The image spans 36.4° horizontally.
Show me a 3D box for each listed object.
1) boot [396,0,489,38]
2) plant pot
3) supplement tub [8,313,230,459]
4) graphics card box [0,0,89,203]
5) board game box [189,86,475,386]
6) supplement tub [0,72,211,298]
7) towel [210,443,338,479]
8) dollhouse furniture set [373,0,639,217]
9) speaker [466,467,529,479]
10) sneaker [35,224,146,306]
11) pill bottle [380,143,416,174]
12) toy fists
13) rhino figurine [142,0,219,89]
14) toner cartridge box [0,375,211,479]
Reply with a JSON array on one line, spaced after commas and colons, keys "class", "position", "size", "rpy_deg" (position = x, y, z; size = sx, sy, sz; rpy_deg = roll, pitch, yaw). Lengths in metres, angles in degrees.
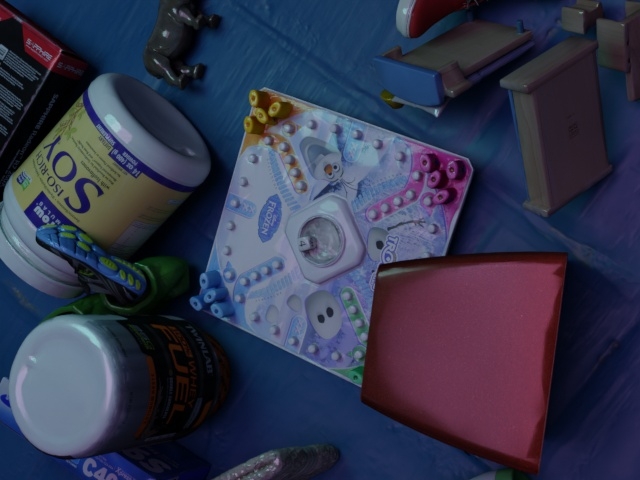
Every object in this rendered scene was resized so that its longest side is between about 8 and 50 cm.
[{"class": "boot", "position": [0.235, -0.359, 1.392], "size": [0.176, 0.088, 0.244], "rpy_deg": [32, 70, 22]}, {"class": "plant pot", "position": [0.191, 0.134, 1.292], "size": [0.236, 0.267, 0.267], "rpy_deg": [8, 90, 13]}, {"class": "supplement tub", "position": [-0.293, 0.217, 1.504], "size": [0.207, 0.338, 0.207], "rpy_deg": [-2, 86, 25]}, {"class": "graphics card box", "position": [-0.609, -0.235, 1.773], "size": [0.233, 0.094, 0.371], "rpy_deg": [36, 99, 20]}, {"class": "board game box", "position": [0.000, 0.000, 1.512], "size": [0.390, 0.050, 0.390], "rpy_deg": [23, 103, 25]}, {"class": "supplement tub", "position": [-0.369, -0.086, 1.616], "size": [0.331, 0.241, 0.241], "rpy_deg": [-45, 70, 16]}, {"class": "towel", "position": [-0.126, 0.385, 1.497], "size": [0.282, 0.187, 0.049], "rpy_deg": [-30, 70, 21]}, {"class": "dollhouse furniture set", "position": [0.277, -0.212, 1.401], "size": [0.303, 0.286, 0.198], "rpy_deg": [28, 143, 48]}, {"class": "speaker", "position": [0.167, 0.427, 1.388], "size": [0.296, 0.131, 0.131], "rpy_deg": [-28, 75, 21]}, {"class": "sneaker", "position": [-0.362, 0.043, 1.508], "size": [0.188, 0.067, 0.078], "rpy_deg": [35, 116, -17]}, {"class": "pill bottle", "position": [0.133, -0.119, 1.487], "size": [0.083, 0.043, 0.043], "rpy_deg": [39, 103, 23]}, {"class": "toy fists", "position": [-0.341, 0.110, 1.647], "size": [0.279, 0.142, 0.096], "rpy_deg": [-32, 90, 20]}, {"class": "rhino figurine", "position": [-0.235, -0.383, 1.667], "size": [0.106, 0.073, 0.243], "rpy_deg": [19, 93, 22]}, {"class": "toner cartridge box", "position": [-0.370, 0.332, 1.630], "size": [0.348, 0.165, 0.075], "rpy_deg": [26, 97, 24]}]
